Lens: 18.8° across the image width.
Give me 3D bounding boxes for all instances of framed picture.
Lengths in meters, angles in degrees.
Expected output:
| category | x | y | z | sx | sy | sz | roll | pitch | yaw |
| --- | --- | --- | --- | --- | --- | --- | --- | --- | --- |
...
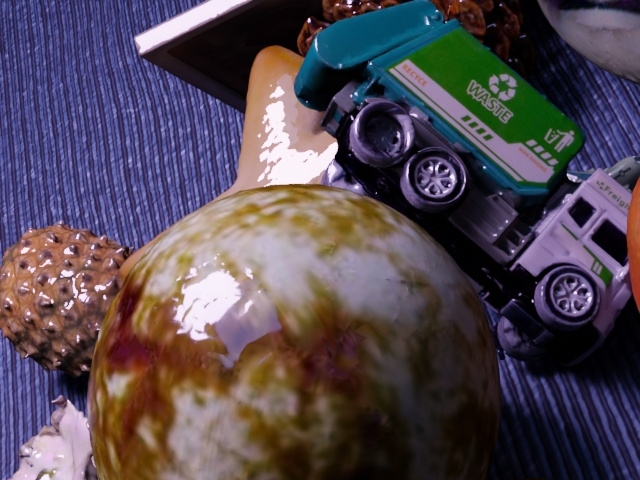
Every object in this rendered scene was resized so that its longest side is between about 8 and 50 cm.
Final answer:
| category | x | y | z | sx | sy | sz | roll | pitch | yaw |
| --- | --- | --- | --- | --- | --- | --- | --- | --- | --- |
| framed picture | 0.029 | -0.182 | 1.452 | 0.290 | 0.211 | 0.020 | -25 | 74 | 15 |

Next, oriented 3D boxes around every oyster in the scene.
| category | x | y | z | sx | sy | sz | roll | pitch | yaw |
| --- | --- | --- | --- | --- | --- | --- | --- | --- | --- |
| oyster | -0.166 | 0.179 | 1.322 | 0.133 | 0.072 | 0.209 | -59 | 22 | -18 |

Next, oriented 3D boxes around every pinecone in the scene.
| category | x | y | z | sx | sy | sz | roll | pitch | yaw |
| --- | --- | --- | --- | --- | --- | --- | --- | --- | --- |
| pinecone | 0.080 | -0.130 | 1.384 | 0.163 | 0.163 | 0.165 | -3 | 16 | 37 |

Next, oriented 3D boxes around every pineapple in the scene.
| category | x | y | z | sx | sy | sz | roll | pitch | yaw |
| --- | --- | --- | --- | --- | --- | --- | --- | --- | --- |
| pineapple | -0.122 | 0.060 | 1.377 | 0.251 | 0.125 | 0.125 | 18 | 62 | 40 |

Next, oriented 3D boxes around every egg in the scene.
| category | x | y | z | sx | sy | sz | roll | pitch | yaw |
| --- | --- | --- | --- | --- | --- | --- | --- | --- | --- |
| egg | -0.018 | 0.110 | 1.118 | 0.238 | 0.238 | 0.289 | 18 | 100 | 47 |

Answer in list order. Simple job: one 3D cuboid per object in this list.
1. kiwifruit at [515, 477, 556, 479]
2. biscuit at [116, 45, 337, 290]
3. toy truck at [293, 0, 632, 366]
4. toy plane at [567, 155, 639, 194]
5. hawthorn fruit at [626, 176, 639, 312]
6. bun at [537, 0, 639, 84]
| category | x | y | z | sx | sy | sz | roll | pitch | yaw |
| --- | --- | --- | --- | --- | --- | --- | --- | --- | --- |
| kiwifruit | 0.137 | 0.176 | 1.072 | 0.124 | 0.075 | 0.075 | 19 | 63 | 45 |
| biscuit | -0.029 | -0.021 | 1.293 | 0.164 | 0.047 | 0.208 | 28 | 80 | 28 |
| toy truck | 0.092 | -0.039 | 1.204 | 0.124 | 0.253 | 0.114 | -50 | -3 | -19 |
| toy plane | 0.188 | -0.030 | 1.286 | 0.083 | 0.033 | 0.080 | -30 | 36 | -4 |
| hawthorn fruit | 0.248 | 0.037 | 1.077 | 0.163 | 0.162 | 0.203 | -18 | 54 | 23 |
| bun | 0.283 | -0.231 | 1.305 | 0.293 | 0.187 | 0.293 | -23 | 58 | 44 |
